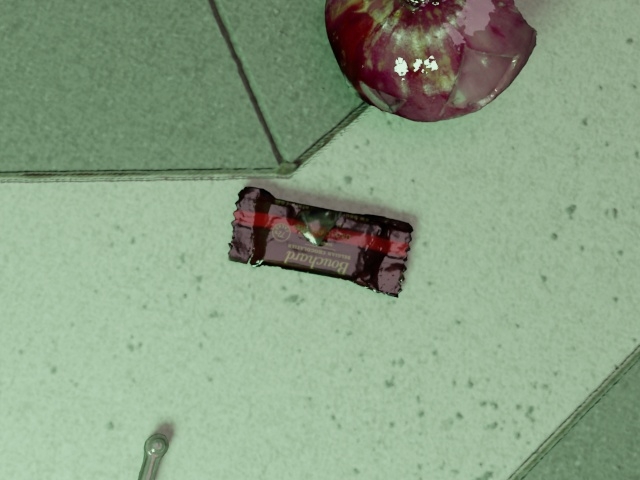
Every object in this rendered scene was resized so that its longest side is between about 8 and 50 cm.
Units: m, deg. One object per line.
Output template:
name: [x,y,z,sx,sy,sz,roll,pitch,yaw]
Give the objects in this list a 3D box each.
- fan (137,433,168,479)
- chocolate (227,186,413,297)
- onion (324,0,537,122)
fan: [-0.190,0.311,1.224,0.057,0.023,0.282,13,74,1]
chocolate: [0.000,0.000,1.336,0.182,0.028,0.086,15,77,-10]
onion: [0.096,-0.215,1.337,0.200,0.200,0.207,-33,98,-17]
